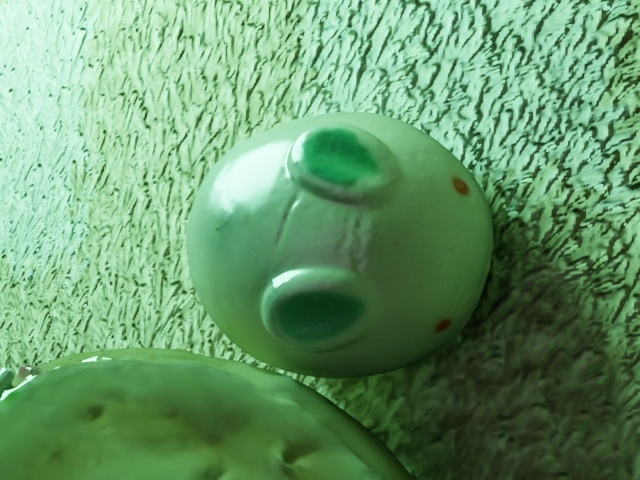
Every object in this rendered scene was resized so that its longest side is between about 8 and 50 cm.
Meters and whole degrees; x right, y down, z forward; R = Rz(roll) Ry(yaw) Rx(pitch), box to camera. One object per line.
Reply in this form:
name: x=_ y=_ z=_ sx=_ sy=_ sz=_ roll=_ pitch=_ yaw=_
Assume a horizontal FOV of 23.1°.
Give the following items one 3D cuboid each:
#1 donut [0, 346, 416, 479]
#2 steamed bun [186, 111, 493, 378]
donut: x=-0.068 y=0.226 z=0.924 sx=0.371 sy=0.307 sz=0.150 roll=49 pitch=151 yaw=19
steamed bun: x=0.000 y=0.000 z=1.011 sx=0.228 sy=0.131 sz=0.177 roll=10 pitch=87 yaw=46
